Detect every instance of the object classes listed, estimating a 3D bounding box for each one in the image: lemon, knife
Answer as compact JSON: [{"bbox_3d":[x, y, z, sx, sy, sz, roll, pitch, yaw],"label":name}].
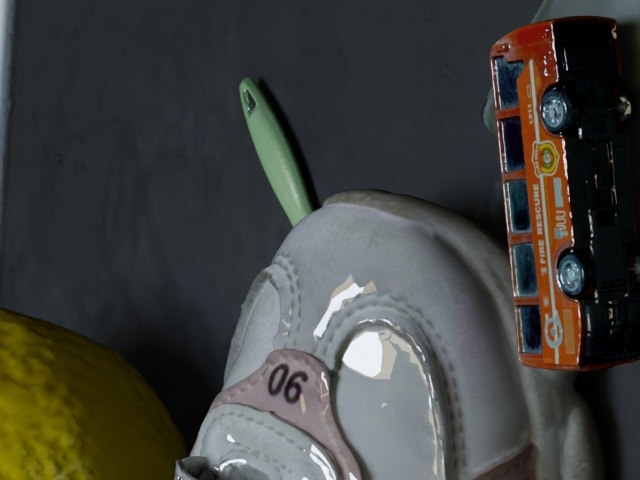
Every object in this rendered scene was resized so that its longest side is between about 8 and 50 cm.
[{"bbox_3d":[-0.189,0.173,0.944,0.293,0.293,0.293,4,96,54],"label":"lemon"},{"bbox_3d":[0.000,0.000,0.891,0.030,0.014,0.207,-47,57,43],"label":"knife"}]

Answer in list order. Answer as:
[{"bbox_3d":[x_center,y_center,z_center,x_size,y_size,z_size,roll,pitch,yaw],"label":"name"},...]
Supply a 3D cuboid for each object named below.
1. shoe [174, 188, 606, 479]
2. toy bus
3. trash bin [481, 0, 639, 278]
[{"bbox_3d":[-0.004,0.156,0.746,0.172,0.198,0.351,7,99,49],"label":"shoe"},{"bbox_3d":[0.078,-0.014,0.564,0.043,0.031,0.110,-4,91,57],"label":"toy bus"},{"bbox_3d":[0.187,-0.024,0.545,0.240,0.122,0.164,53,131,36],"label":"trash bin"}]
